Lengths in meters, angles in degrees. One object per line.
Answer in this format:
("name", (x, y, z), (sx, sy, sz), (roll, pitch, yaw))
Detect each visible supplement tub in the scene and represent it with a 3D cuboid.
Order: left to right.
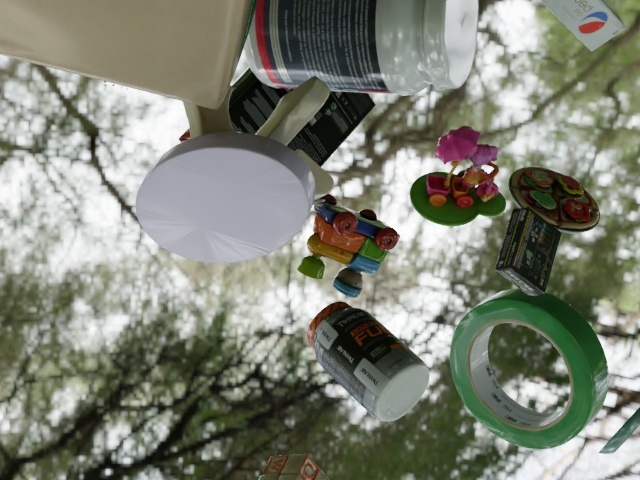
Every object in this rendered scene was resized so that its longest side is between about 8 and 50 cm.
("supplement tub", (0.050, -0.285, 1.441), (0.272, 0.191, 0.191), (7, -157, 22))
("supplement tub", (0.070, 0.184, 1.758), (0.117, 0.117, 0.190), (-15, -138, -38))

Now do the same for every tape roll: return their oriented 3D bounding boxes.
("tape roll", (0.416, 0.258, 2.257), (0.321, 0.321, 0.077), (22, -151, 32))

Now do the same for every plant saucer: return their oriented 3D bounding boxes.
("plant saucer", (0.526, 0.329, 1.934), (0.021, 0.119, 0.119), (43, -142, 17))

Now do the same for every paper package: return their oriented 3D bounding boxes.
("paper package", (-0.208, -0.340, 1.190), (0.309, 0.325, 0.168), (15, -137, -3))

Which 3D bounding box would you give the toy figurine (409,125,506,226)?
("toy figurine", (0.250, -0.121, 1.911), (0.173, 0.159, 0.130), (5, -132, -5))

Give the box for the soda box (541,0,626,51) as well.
("soda box", (0.425, -0.401, 1.868), (0.216, 0.074, 0.069), (26, -143, -49))

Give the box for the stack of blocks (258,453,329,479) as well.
("stack of blocks", (-0.066, 0.539, 1.932), (0.087, 0.171, 0.297), (-11, -143, 37))

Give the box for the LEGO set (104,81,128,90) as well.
("LEGO set", (-0.409, -0.333, 2.317), (0.083, 0.054, 0.023), (-21, -162, -2))

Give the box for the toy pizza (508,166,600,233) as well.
("toy pizza", (0.479, -0.090, 2.279), (0.201, 0.032, 0.201), (13, -140, -11))

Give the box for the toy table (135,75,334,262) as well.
("toy table", (-0.095, -0.092, 1.369), (0.274, 0.252, 0.161), (-13, -139, 38))

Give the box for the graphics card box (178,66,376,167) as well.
("graphics card box", (-0.077, -0.232, 2.189), (0.371, 0.233, 0.094), (-50, -152, -23))

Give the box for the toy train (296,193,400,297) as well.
("toy train", (0.000, 0.000, 1.876), (0.248, 0.143, 0.105), (19, -167, -30))

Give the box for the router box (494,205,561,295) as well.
("router box", (0.348, 0.018, 1.874), (0.092, 0.123, 0.038), (35, 154, -31))
